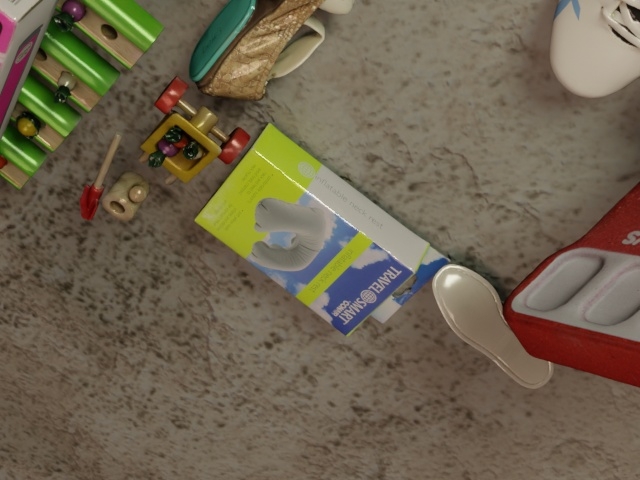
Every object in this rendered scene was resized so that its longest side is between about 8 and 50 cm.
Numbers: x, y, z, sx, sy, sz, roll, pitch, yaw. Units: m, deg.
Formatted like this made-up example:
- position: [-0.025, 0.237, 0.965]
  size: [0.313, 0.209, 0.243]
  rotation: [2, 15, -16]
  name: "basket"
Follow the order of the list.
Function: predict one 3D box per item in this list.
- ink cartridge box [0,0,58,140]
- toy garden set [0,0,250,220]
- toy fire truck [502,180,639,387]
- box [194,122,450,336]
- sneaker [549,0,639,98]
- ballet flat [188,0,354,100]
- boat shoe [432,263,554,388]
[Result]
- position: [-0.312, -0.115, 0.918]
  size: [0.176, 0.069, 0.371]
  rotation: [37, 143, -4]
  name: "ink cartridge box"
- position: [-0.185, -0.086, 0.944]
  size: [0.204, 0.049, 0.244]
  rotation: [39, 140, -13]
  name: "toy garden set"
- position: [0.270, 0.001, 0.691]
  size: [0.169, 0.254, 0.302]
  rotation: [55, 161, -24]
  name: "toy fire truck"
- position: [0.000, 0.000, 1.010]
  size: [0.178, 0.042, 0.109]
  rotation: [37, 135, -6]
  name: "box"
- position: [0.206, -0.161, 0.735]
  size: [0.085, 0.086, 0.237]
  rotation: [37, 135, -4]
  name: "sneaker"
- position: [-0.017, -0.165, 0.871]
  size: [0.067, 0.073, 0.206]
  rotation: [18, 144, -26]
  name: "ballet flat"
- position: [0.132, 0.065, 1.002]
  size: [0.125, 0.038, 0.046]
  rotation: [41, 91, -12]
  name: "boat shoe"
